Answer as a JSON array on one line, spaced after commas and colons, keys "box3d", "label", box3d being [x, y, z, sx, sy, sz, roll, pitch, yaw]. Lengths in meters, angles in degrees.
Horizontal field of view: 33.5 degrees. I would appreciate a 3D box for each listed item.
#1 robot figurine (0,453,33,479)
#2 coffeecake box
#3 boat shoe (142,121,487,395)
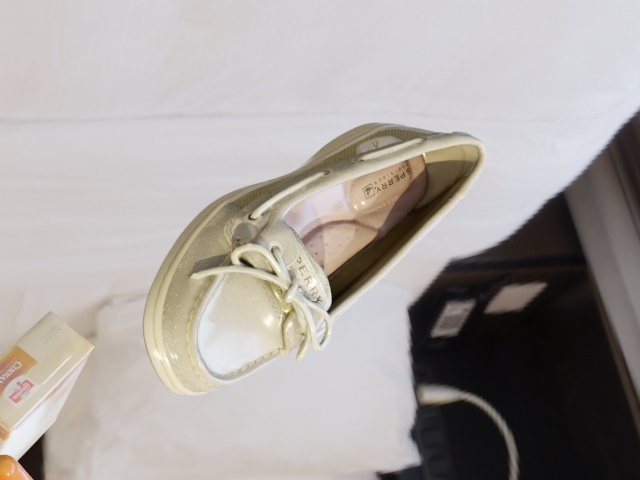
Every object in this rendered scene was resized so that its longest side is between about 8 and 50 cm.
[{"box3d": [-0.305, 0.280, 0.911, 0.158, 0.128, 0.219, -31, 140, -5], "label": "robot figurine"}, {"box3d": [-0.345, 0.187, 1.196, 0.142, 0.068, 0.185, -49, 177, -45], "label": "coffeecake box"}, {"box3d": [0.002, 0.002, 0.795, 0.103, 0.118, 0.320, -1, -153, 47], "label": "boat shoe"}]
